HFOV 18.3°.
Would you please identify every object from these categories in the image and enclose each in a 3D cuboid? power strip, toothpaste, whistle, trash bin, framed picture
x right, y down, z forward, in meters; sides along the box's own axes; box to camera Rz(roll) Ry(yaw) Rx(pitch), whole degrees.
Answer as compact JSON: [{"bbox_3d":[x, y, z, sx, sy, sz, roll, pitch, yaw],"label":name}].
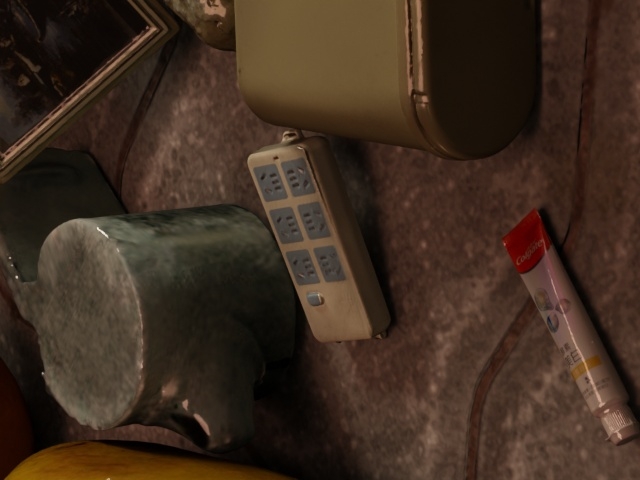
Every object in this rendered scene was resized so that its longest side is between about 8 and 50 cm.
[{"bbox_3d":[0.000,0.000,1.670,0.081,0.035,0.192,-8,105,48],"label":"power strip"},{"bbox_3d":[0.190,0.067,1.501,0.048,0.031,0.190,-48,60,47],"label":"toothpaste"},{"bbox_3d":[-0.184,0.046,1.820,0.405,0.168,0.188,25,115,48],"label":"whistle"},{"bbox_3d":[0.042,-0.193,1.548,0.247,0.121,0.243,12,107,49],"label":"trash bin"},{"bbox_3d":[-0.305,-0.222,1.752,0.232,0.019,0.296,-40,103,15],"label":"framed picture"}]

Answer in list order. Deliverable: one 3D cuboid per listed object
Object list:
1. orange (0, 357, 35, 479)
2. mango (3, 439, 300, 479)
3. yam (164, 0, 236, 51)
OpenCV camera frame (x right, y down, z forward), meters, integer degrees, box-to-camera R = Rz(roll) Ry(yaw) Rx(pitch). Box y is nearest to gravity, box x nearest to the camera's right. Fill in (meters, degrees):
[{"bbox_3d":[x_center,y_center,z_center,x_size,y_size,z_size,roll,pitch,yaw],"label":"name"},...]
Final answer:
[{"bbox_3d":[-0.430,0.213,2.088,0.284,0.226,0.284,12,108,42],"label":"orange"},{"bbox_3d":[-0.100,0.292,1.701,0.445,0.301,0.220,6,77,29],"label":"mango"},{"bbox_3d":[-0.139,-0.293,1.724,0.330,0.133,0.133,54,133,24],"label":"yam"}]
